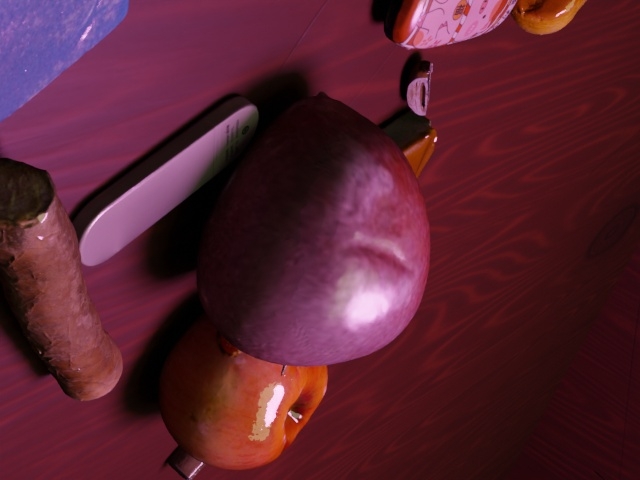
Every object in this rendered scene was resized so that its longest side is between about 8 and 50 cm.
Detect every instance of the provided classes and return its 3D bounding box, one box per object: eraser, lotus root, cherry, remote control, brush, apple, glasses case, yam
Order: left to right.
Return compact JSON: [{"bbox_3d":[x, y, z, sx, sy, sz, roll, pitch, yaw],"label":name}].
[{"bbox_3d":[-0.257,-0.123,0.926,0.312,0.043,0.144,-45,156,-23],"label":"eraser"},{"bbox_3d":[-0.234,0.048,1.184,0.081,0.081,0.356,-47,158,-20],"label":"yam"},{"bbox_3d":[-0.146,-0.059,1.280,0.245,0.022,0.077,-42,157,-31],"label":"remote control"},{"bbox_3d":[-0.104,0.201,1.725,0.248,0.043,0.036,-47,150,-16],"label":"brush"},{"bbox_3d":[-0.087,0.165,1.536,0.209,0.164,0.209,-47,157,-27],"label":"apple"},{"bbox_3d":[0.000,0.000,1.404,0.261,0.221,0.307,-6,108,-48],"label":"cherry"},{"bbox_3d":[0.119,-0.189,1.625,0.083,0.030,0.037,91,8,-59],"label":"lotus root"},{"bbox_3d":[0.158,-0.279,1.522,0.267,0.067,0.103,-24,145,-52],"label":"glasses case"}]

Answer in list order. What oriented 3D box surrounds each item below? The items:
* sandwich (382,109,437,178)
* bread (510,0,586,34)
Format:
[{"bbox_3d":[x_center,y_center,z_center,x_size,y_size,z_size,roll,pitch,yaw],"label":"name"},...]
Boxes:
[{"bbox_3d":[0.035,-0.050,1.612,0.245,0.063,0.212,-61,156,12],"label":"sandwich"},{"bbox_3d":[0.326,-0.371,1.693,0.245,0.102,0.094,-51,160,-6],"label":"bread"}]
